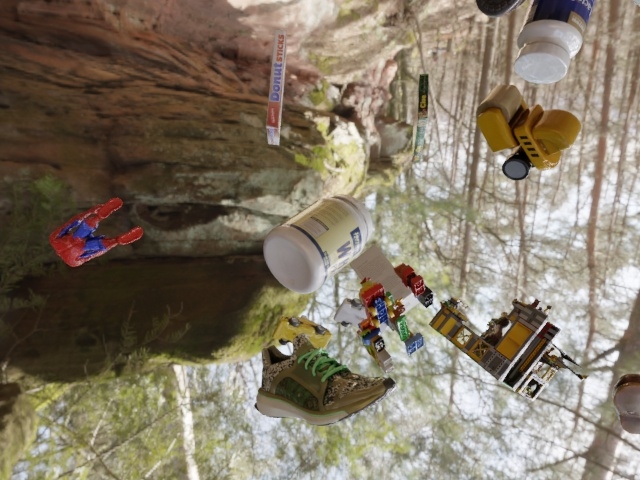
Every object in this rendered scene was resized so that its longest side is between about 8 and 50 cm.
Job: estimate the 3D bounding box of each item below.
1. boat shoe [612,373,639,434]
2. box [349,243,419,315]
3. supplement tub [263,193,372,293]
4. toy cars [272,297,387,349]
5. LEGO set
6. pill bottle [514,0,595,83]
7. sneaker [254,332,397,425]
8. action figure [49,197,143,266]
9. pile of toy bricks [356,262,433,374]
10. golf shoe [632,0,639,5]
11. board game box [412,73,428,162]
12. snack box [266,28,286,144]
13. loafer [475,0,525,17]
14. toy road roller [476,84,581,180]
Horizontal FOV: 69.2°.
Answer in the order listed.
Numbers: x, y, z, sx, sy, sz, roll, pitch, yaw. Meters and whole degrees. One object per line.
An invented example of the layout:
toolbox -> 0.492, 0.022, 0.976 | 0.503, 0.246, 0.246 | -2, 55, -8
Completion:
boat shoe -> 0.662, 0.335, 0.989 | 0.073, 0.206, 0.073 | -2, -135, 28
box -> 0.176, 0.116, 1.261 | 0.170, 0.091, 0.130 | 53, -176, 27
supplement tub -> 0.000, 0.000, 1.521 | 0.236, 0.235, 0.325 | 15, -143, 37
toy cars -> 0.037, 0.266, 1.539 | 0.395, 0.176, 0.087 | -16, -149, 2
LEGO set -> 0.430, 0.210, 1.056 | 0.331, 0.192, 0.255 | 36, -177, -32
pill bottle -> 0.591, -0.546, 1.172 | 0.153, 0.264, 0.153 | 20, 172, 3
sneaker -> -0.018, 0.304, 1.057 | 0.411, 0.181, 0.158 | -15, 176, 40
action figure -> -0.412, -0.022, 0.881 | 0.281, 0.091, 0.139 | -15, -159, 38
pile of toy bricks -> 0.097, 0.103, 0.721 | 0.118, 0.212, 0.105 | -32, -131, -12
golf shoe -> 0.829, -0.688, 1.234 | 0.086, 0.069, 0.176 | 5, -129, -24
board game box -> 0.283, -0.339, 1.324 | 0.031, 0.136, 0.259 | 0, 163, 8
snack box -> -0.073, -0.256, 0.776 | 0.022, 0.178, 0.064 | 4, 168, -4
loafer -> 0.477, -0.641, 0.971 | 0.130, 0.365, 0.133 | -10, -127, -46
toy road roller -> 0.716, -0.388, 1.578 | 0.241, 0.329, 0.202 | -18, -154, 53
